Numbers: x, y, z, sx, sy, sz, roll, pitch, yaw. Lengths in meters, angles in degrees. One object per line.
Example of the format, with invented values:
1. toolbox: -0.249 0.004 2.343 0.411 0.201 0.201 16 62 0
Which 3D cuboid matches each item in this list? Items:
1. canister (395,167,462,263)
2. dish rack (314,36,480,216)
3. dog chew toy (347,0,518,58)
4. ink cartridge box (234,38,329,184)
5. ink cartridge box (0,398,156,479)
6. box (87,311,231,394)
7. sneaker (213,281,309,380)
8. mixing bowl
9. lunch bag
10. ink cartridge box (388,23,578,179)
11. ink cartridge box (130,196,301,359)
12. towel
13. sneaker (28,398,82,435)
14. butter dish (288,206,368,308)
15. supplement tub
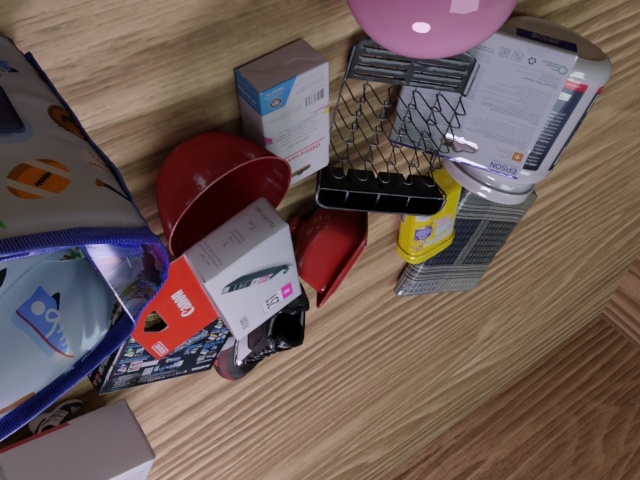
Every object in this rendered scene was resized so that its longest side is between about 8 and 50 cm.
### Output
1. canister: 0.212 -0.048 1.340 0.126 0.073 0.169 -29 146 -21
2. dish rack: 0.111 -0.163 0.998 0.209 0.074 0.271 3 133 -15
3. dog chew toy: 0.117 -0.362 0.717 0.207 0.206 0.331 -32 141 -19
4. ink cartridge box: -0.046 -0.158 0.905 0.104 0.061 0.181 -30 147 -21
5. ink cartridge box: -0.401 0.399 1.097 0.207 0.117 0.283 -19 152 -36
6. box: -0.235 0.147 1.077 0.220 0.051 0.175 -3 132 -48
7. sneaker: -0.101 0.162 1.174 0.098 0.135 0.276 -9 137 -47
8. mixing bowl: -0.136 -0.069 0.860 0.181 0.098 0.181 -35 159 -15
9. lunch bag: -0.346 0.006 0.498 0.386 0.328 0.238 -31 146 -17
10. ink cartridge box: 0.235 -0.219 1.031 0.045 0.224 0.223 -70 177 -48
11. ink cartridge box: -0.143 0.081 0.943 0.239 0.060 0.275 -37 161 -13
12. towel: 0.334 -0.004 1.578 0.324 0.056 0.312 2 125 -48
13. sneaker: -0.403 0.277 1.057 0.083 0.037 0.031 -27 145 -28
14. butter dish: 0.000 0.000 1.119 0.160 0.118 0.159 -57 -169 23
15. supplement tub: 0.339 -0.217 1.158 0.191 0.191 0.272 -14 139 -41
